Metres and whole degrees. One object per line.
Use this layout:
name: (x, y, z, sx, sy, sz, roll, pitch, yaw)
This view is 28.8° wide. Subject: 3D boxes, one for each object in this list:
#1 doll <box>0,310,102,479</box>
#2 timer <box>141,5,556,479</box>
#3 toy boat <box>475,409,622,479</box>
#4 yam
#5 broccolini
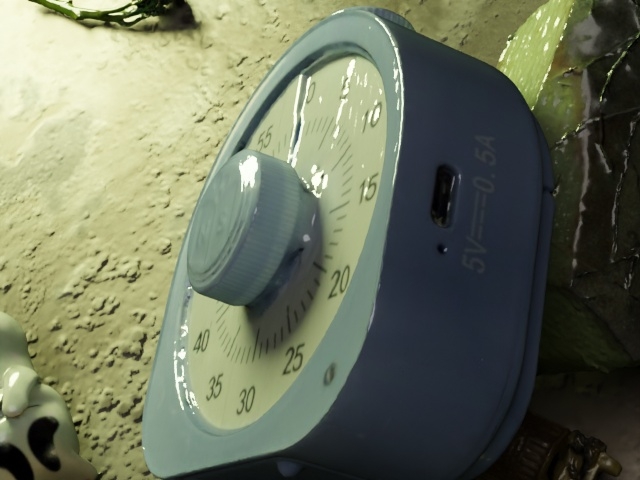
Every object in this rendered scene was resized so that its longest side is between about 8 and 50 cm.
doll: (-0.281, 0.146, 1.079, 0.110, 0.107, 0.181, -30, 58, -19)
timer: (0.000, 0.000, 0.911, 0.395, 0.173, 0.395, -48, 32, 43)
toy boat: (0.117, 0.143, 0.956, 0.226, 0.088, 0.068, 25, 77, 26)
yam: (0.209, -0.034, 0.945, 0.201, 0.202, 0.271, 29, 70, -9)
broccolini: (-0.230, -0.245, 1.280, 0.194, 0.054, 0.052, 0, 86, 21)
